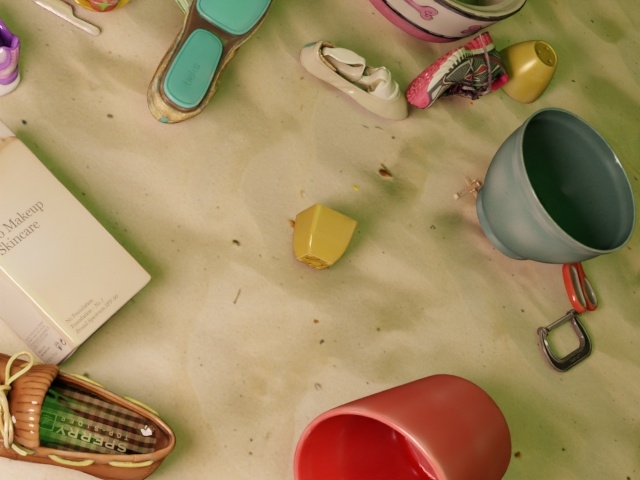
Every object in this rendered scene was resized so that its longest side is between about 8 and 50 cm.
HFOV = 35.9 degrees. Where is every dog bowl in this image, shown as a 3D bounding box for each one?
[{"bbox_3d":[0.232,-0.591,2.043,0.408,0.150,0.408,16,58,-27],"label":"dog bowl"}]

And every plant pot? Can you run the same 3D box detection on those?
[{"bbox_3d":[0.450,-0.375,2.111,0.134,0.095,0.134,16,58,-27],"label":"plant pot"},{"bbox_3d":[0.000,0.000,1.627,0.081,0.081,0.083,26,67,-21],"label":"plant pot"},{"bbox_3d":[0.138,0.325,1.444,0.243,0.275,0.275,-23,80,-49],"label":"plant pot"},{"bbox_3d":[0.421,-0.075,1.866,0.293,0.196,0.293,17,57,-29],"label":"plant pot"}]

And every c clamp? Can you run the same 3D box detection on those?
[{"bbox_3d":[0.462,0.174,1.883,0.161,0.022,0.137,-29,89,-42],"label":"c clamp"}]

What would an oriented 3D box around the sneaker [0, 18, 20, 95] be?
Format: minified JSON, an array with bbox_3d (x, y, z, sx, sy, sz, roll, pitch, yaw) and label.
[{"bbox_3d":[-0.523,-0.320,1.425,0.236,0.104,0.095,41,52,-8],"label":"sneaker"}]

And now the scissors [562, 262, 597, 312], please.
[{"bbox_3d":[0.497,0.008,1.973,0.109,0.021,0.297,16,57,-46],"label":"scissors"}]

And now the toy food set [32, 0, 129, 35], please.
[{"bbox_3d":[-0.343,-0.436,1.567,0.128,0.071,0.218,36,81,-18],"label":"toy food set"}]

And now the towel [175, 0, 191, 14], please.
[{"bbox_3d":[-0.237,-0.478,1.751,0.113,0.023,0.152,-33,87,-40],"label":"towel"}]

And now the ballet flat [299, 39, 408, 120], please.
[{"bbox_3d":[0.078,-0.301,1.832,0.248,0.086,0.086,24,55,-22],"label":"ballet flat"}]

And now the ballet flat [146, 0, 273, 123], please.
[{"bbox_3d":[-0.186,-0.331,1.631,0.123,0.123,0.348,33,63,-15],"label":"ballet flat"}]

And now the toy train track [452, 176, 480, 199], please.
[{"bbox_3d":[0.285,-0.099,1.909,0.083,0.014,0.048,-29,84,-39],"label":"toy train track"}]

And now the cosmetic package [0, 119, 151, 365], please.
[{"bbox_3d":[-0.400,0.003,1.333,0.309,0.113,0.160,47,50,-6],"label":"cosmetic package"}]

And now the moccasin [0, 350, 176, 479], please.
[{"bbox_3d":[-0.364,0.211,1.224,0.380,0.147,0.139,28,54,-19],"label":"moccasin"}]

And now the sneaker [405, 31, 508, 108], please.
[{"bbox_3d":[0.282,-0.323,1.953,0.299,0.121,0.112,-34,91,-43],"label":"sneaker"}]
